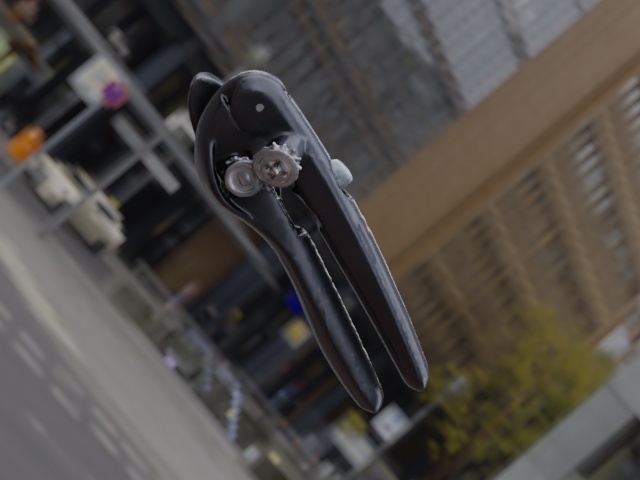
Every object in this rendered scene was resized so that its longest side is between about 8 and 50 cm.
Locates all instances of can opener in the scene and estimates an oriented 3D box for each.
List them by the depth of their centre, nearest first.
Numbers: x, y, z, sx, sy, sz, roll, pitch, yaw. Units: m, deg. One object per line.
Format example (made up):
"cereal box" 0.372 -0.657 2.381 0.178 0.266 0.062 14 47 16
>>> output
"can opener" 0.000 0.000 0.879 0.186 0.059 0.073 57 16 -19
